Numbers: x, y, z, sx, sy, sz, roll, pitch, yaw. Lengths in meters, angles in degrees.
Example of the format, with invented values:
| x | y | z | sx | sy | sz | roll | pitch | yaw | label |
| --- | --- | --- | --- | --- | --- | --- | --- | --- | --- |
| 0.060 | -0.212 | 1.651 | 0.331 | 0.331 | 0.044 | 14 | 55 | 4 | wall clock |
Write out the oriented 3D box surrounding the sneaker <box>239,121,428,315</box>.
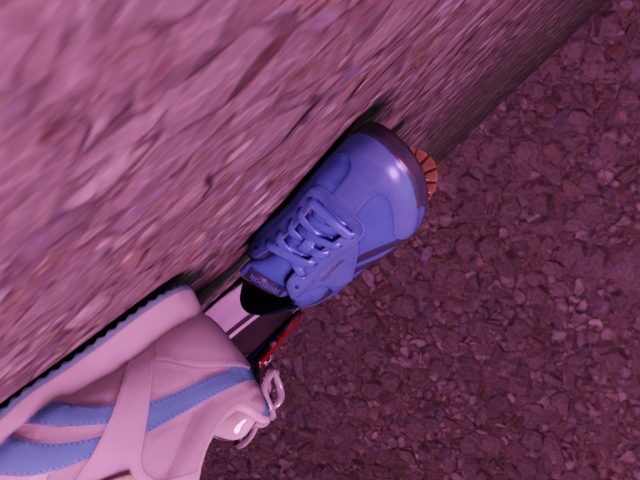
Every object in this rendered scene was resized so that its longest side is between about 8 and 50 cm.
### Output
| x | y | z | sx | sy | sz | roll | pitch | yaw | label |
| --- | --- | --- | --- | --- | --- | --- | --- | --- | --- |
| 0.000 | 0.000 | 0.678 | 0.082 | 0.069 | 0.209 | -37 | 175 | -28 | sneaker |

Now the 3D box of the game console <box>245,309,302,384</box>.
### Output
| x | y | z | sx | sy | sz | roll | pitch | yaw | label |
| --- | --- | --- | --- | --- | --- | --- | --- | --- | --- |
| -0.098 | 0.091 | 0.706 | 0.144 | 0.124 | 0.085 | -45 | -148 | 33 | game console |

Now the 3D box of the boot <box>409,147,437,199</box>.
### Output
| x | y | z | sx | sy | sz | roll | pitch | yaw | label |
| --- | --- | --- | --- | --- | --- | --- | --- | --- | --- |
| 0.022 | -0.020 | 0.845 | 0.158 | 0.059 | 0.084 | -35 | -179 | 8 | boot |

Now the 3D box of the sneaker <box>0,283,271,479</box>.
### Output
| x | y | z | sx | sy | sz | roll | pitch | yaw | label |
| --- | --- | --- | --- | --- | --- | --- | --- | --- | --- |
| -0.117 | 0.114 | 0.525 | 0.228 | 0.092 | 0.087 | -39 | 177 | -37 | sneaker |

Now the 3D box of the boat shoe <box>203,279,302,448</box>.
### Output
| x | y | z | sx | sy | sz | roll | pitch | yaw | label |
| --- | --- | --- | --- | --- | --- | --- | --- | --- | --- |
| -0.087 | 0.123 | 0.890 | 0.306 | 0.105 | 0.113 | -41 | 177 | -29 | boat shoe |
